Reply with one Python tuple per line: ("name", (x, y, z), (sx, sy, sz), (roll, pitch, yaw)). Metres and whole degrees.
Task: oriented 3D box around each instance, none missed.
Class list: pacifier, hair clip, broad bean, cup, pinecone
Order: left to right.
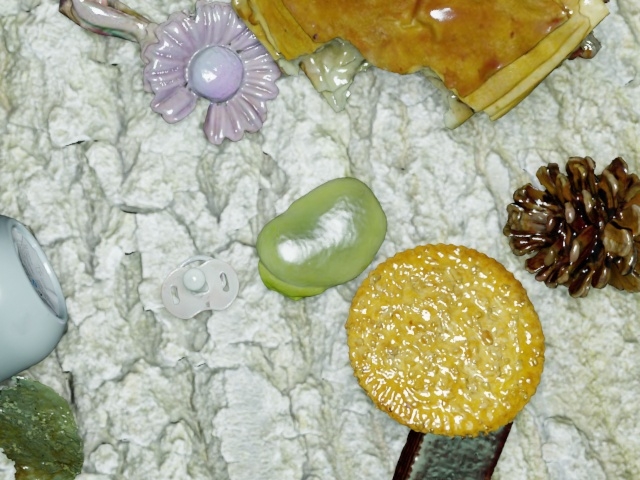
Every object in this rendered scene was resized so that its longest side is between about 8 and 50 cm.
("cup", (-0.470, 0.106, 1.161), (0.312, 0.205, 0.205), (-25, 93, -2))
("hair clip", (-0.191, -0.241, 1.219), (0.301, 0.069, 0.173), (26, 90, -3))
("pacifier", (-0.155, 0.051, 1.231), (0.099, 0.078, 0.081), (-16, 72, 0))
("broad bean", (0.000, 0.000, 1.229), (0.175, 0.082, 0.124), (-27, 91, 1))
("pinecone", (0.323, -0.018, 1.206), (0.195, 0.150, 0.179), (7, 98, 1))

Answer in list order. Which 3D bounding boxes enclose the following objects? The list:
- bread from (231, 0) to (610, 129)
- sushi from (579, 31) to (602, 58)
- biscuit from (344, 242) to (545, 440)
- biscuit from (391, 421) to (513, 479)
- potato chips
("bread", (0.116, -0.282, 1.134), (0.314, 0.191, 0.370), (48, 131, -9))
("sushi", (0.268, -0.313, 1.213), (0.226, 0.103, 0.097), (40, 98, -9))
("biscuit", (0.156, 0.120, 1.222), (0.254, 0.035, 0.253), (2, 69, -4))
("biscuit", (0.127, 0.370, 1.256), (0.107, 0.073, 0.388), (21, 91, -4))
("potato chips", (-0.357, 0.240, 1.211), (0.142, 0.026, 0.209), (16, 126, -8))
